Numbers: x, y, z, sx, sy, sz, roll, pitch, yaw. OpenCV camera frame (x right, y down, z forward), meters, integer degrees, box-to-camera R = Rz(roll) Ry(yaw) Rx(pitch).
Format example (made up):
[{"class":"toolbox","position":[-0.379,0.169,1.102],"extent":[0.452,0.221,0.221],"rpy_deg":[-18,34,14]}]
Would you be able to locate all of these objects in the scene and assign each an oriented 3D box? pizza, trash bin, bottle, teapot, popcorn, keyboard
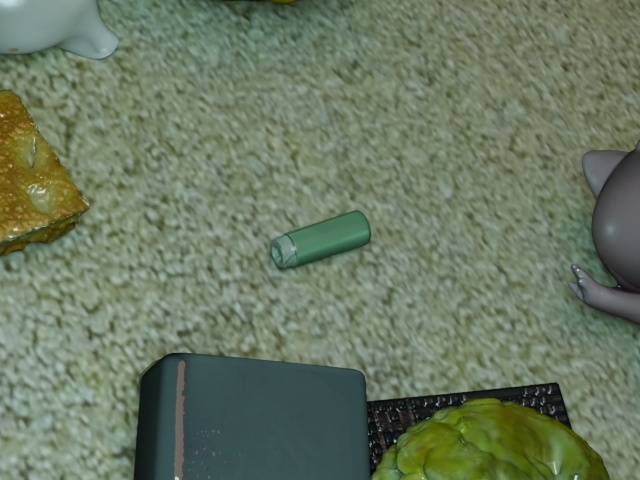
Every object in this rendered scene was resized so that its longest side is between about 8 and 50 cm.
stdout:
[{"class":"pizza","position":[-0.250,-0.033,1.311],"extent":[0.134,0.046,0.175],"rpy_deg":[27,57,-1]},{"class":"trash bin","position":[-0.049,0.206,1.189],"extent":[0.177,0.101,0.236],"rpy_deg":[6,70,-18]},{"class":"bottle","position":[0.000,0.000,1.386],"extent":[0.083,0.030,0.030],"rpy_deg":[-18,69,-25]},{"class":"teapot","position":[-0.269,-0.227,1.393],"extent":[0.226,0.092,0.145],"rpy_deg":[26,56,1]},{"class":"popcorn","position":[0.117,0.221,1.224],"extent":[0.198,0.198,0.212],"rpy_deg":[7,86,-15]},{"class":"keyboard","position":[0.106,0.151,1.345],"extent":[0.204,0.013,0.061],"rpy_deg":[-3,62,-20]}]

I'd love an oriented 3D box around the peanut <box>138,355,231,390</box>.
[{"class":"peanut","position":[-0.083,0.114,1.283],"extent":[0.113,0.054,0.054],"rpy_deg":[5,60,-18]}]

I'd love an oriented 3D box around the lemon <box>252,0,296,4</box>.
[{"class":"lemon","position":[-0.080,-0.331,1.408],"extent":[0.316,0.285,0.285],"rpy_deg":[41,50,-34]}]

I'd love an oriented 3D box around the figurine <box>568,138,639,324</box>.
[{"class":"figurine","position":[0.319,0.045,1.417],"extent":[0.186,0.176,0.287],"rpy_deg":[-5,74,-67]}]
